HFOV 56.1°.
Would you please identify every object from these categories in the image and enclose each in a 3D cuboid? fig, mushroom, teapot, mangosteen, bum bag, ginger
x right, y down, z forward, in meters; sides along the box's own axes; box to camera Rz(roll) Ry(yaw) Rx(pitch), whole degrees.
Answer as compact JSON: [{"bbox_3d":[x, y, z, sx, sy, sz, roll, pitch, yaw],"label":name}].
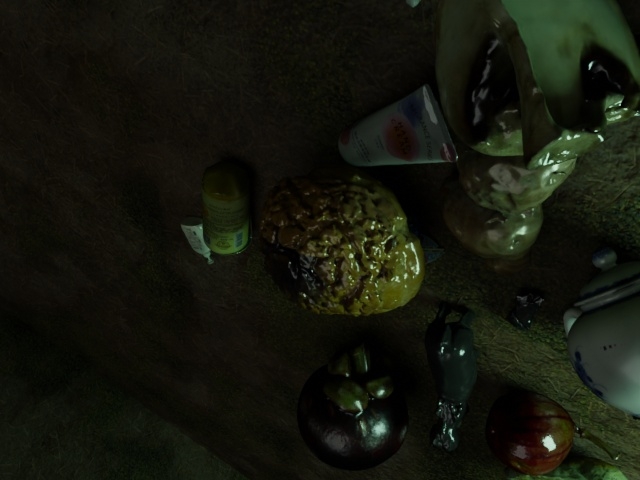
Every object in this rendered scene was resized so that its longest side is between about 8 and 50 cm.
[{"bbox_3d":[0.513,0.434,1.386,0.249,0.186,0.204,-8,160,-8],"label":"fig"},{"bbox_3d":[0.296,-0.227,0.813,0.292,0.217,0.212,68,151,20],"label":"mushroom"},{"bbox_3d":[0.533,0.139,1.012,0.424,0.252,0.280,105,144,-73],"label":"teapot"},{"bbox_3d":[0.090,0.428,1.587,0.306,0.307,0.347,22,123,19],"label":"mangosteen"},{"bbox_3d":[0.421,0.147,1.247,0.057,0.034,0.124,16,138,11],"label":"bum bag"},{"bbox_3d":[0.294,-0.096,1.003,0.256,0.176,0.375,30,147,38],"label":"ginger"}]

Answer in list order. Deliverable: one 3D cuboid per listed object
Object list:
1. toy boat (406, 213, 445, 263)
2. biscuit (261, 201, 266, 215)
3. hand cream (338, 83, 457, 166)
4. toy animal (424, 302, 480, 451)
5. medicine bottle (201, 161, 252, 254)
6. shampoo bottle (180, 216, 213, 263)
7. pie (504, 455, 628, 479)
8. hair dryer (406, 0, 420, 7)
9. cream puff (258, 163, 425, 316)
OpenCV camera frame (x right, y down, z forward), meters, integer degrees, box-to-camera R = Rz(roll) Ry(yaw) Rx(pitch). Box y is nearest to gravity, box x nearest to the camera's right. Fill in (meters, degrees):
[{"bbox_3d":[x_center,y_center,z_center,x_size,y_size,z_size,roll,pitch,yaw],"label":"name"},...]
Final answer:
[{"bbox_3d":[0.208,0.022,1.260,0.110,0.091,0.175,3,141,-1],"label":"toy boat"},{"bbox_3d":[0.000,0.000,1.416,0.317,0.040,0.318,21,137,21],"label":"biscuit"},{"bbox_3d":[0.115,-0.177,1.038,0.124,0.077,0.340,67,161,-11],"label":"hand cream"},{"bbox_3d":[0.308,0.316,1.392,0.106,0.168,0.343,8,119,29],"label":"toy animal"},{"bbox_3d":[-0.226,-0.081,1.448,0.124,0.124,0.239,26,139,14],"label":"medicine bottle"},{"bbox_3d":[-0.330,0.006,1.669,0.077,0.045,0.152,5,130,31],"label":"shampoo bottle"},{"bbox_3d":[0.583,0.569,1.441,0.257,0.106,0.274,21,152,-34],"label":"pie"},{"bbox_3d":[0.131,-0.413,0.900,0.082,0.047,0.137,17,145,25],"label":"hair dryer"},{"bbox_3d":[0.022,0.021,1.178,0.343,0.231,0.327,48,145,12],"label":"cream puff"}]
